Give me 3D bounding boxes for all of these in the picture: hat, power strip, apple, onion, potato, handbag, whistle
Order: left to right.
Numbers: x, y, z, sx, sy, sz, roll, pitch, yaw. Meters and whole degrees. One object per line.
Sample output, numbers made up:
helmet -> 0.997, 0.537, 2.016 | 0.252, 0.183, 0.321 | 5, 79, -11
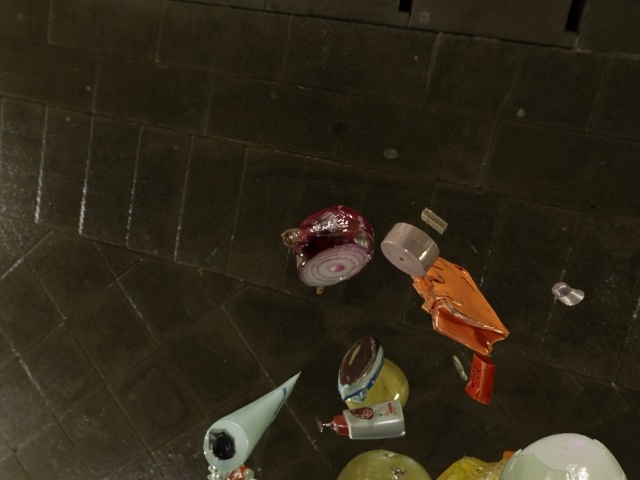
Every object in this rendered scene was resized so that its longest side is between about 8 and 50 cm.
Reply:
whistle -> -0.300, 0.869, 1.571 | 0.253, 0.106, 0.102 | 14, 70, 19
onion -> 0.000, 0.000, 0.932 | 0.195, 0.218, 0.140 | -32, 53, 40
apple -> 0.216, 0.616, 1.796 | 0.292, 0.292, 0.254 | -43, 82, 16
potato -> 0.089, 0.439, 0.616 | 0.174, 0.159, 0.252 | 12, 70, -2
power strip -> 0.245, 0.025, 1.201 | 0.154, 0.154, 0.078 | 38, 74, 7
handbag -> 0.475, 0.200, 1.572 | 0.303, 0.410, 0.116 | 28, 113, -22
hat -> 0.708, 0.147, 1.246 | 0.058, 0.087, 0.042 | -45, 115, -3

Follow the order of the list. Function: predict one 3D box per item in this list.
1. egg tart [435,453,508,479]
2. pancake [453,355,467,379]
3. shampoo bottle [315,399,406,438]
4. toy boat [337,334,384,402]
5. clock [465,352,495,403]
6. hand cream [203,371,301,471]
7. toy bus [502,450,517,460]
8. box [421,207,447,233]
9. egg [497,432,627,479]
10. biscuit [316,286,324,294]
egg tart -> 0.485, 0.901, 1.510 | 0.178, 0.443, 0.443 | 40, 107, 36
pancake -> 0.559, 0.512, 1.738 | 0.017, 0.108, 0.108 | -24, 91, 2
shampoo bottle -> 0.123, 0.574, 1.379 | 0.284, 0.153, 0.071 | -5, 97, 3
toy boat -> 0.129, 0.396, 1.320 | 0.114, 0.262, 0.115 | 3, 126, 30
clock -> 0.585, 0.502, 1.596 | 0.061, 0.113, 0.155 | 6, 97, -6
hand cream -> -0.103, 0.299, 0.743 | 0.067, 0.320, 0.109 | 30, 90, 12
toy bus -> 0.921, 0.903, 1.715 | 0.408, 0.093, 0.092 | -20, 116, 41
box -> 0.350, -0.060, 1.336 | 0.024, 0.053, 0.083 | -44, 70, -5
egg -> 0.554, 0.609, 0.994 | 0.278, 0.278, 0.336 | 23, 76, 10
biscuit -> 0.029, 0.118, 1.918 | 0.041, 0.208, 0.290 | 19, 127, 1
